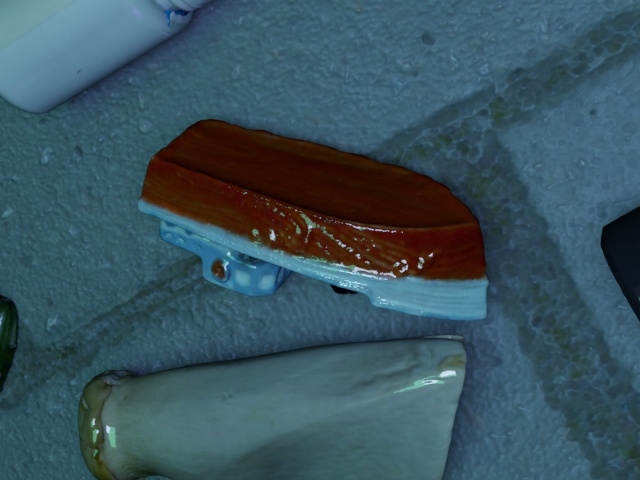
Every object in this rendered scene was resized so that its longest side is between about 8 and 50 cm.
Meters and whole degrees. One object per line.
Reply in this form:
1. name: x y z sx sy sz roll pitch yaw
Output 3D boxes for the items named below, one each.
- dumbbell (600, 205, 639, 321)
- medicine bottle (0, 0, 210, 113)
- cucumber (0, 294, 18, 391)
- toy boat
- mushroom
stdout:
1. dumbbell: 0.355 0.004 0.889 0.218 0.152 0.152 -32 85 18
2. medicine bottle: -0.208 -0.238 1.052 0.258 0.143 0.143 -27 87 20
3. cucumber: -0.368 0.111 1.195 0.067 0.035 0.107 21 100 16
4. toy boat: 0.000 0.000 1.016 0.332 0.145 0.133 17 123 18
5. mushroom: -0.039 0.175 1.045 0.408 0.137 0.154 -7 135 24
